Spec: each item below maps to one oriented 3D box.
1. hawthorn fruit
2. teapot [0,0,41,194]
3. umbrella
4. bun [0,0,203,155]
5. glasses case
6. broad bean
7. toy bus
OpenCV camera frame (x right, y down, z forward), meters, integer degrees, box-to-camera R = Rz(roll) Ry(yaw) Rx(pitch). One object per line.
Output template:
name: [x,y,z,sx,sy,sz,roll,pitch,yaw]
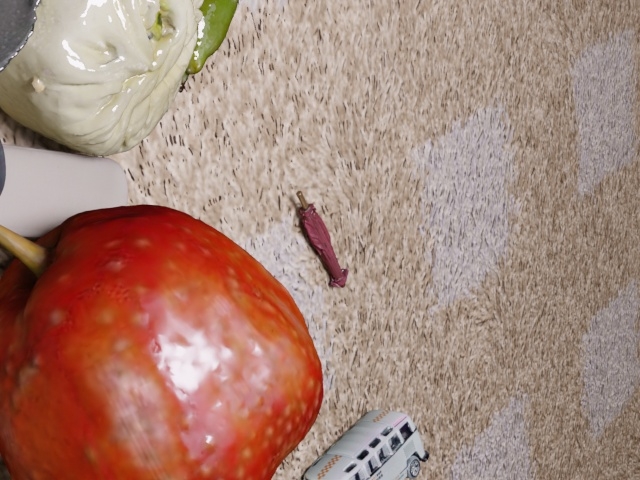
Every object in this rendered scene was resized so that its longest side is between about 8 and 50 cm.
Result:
hawthorn fruit: [-0.163,0.086,0.907,0.330,0.287,0.287,47,55,-18]
teapot: [-0.298,-0.146,0.680,0.223,0.285,0.305,8,89,-54]
umbrella: [0.000,0.000,1.342,0.027,0.025,0.165,-76,151,-42]
bun: [-0.180,-0.184,0.962,0.229,0.145,0.229,-7,99,-54]
glasses case: [-0.246,-0.041,0.971,0.204,0.051,0.081,7,91,-54]
broad bean: [-0.105,-0.247,1.128,0.070,0.048,0.213,33,71,-55]
toy bus: [0.051,0.288,1.420,0.194,0.087,0.089,-35,116,-45]
